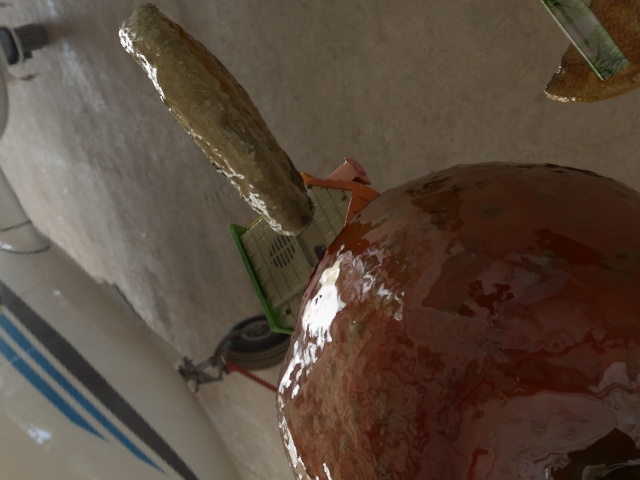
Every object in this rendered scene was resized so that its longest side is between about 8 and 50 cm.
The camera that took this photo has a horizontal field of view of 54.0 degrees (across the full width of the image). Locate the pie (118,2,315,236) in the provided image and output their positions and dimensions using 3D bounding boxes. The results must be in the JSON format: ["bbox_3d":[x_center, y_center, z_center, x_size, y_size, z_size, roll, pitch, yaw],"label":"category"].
[{"bbox_3d":[-0.115,-0.139,0.750,0.339,0.077,0.339,54,-173,-9],"label":"pie"}]

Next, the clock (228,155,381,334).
[{"bbox_3d":[0.000,0.000,1.055,0.255,0.106,0.219,-38,61,21],"label":"clock"}]

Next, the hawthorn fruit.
[{"bbox_3d":[0.160,0.128,0.498,0.403,0.403,0.402,32,136,37],"label":"hawthorn fruit"}]

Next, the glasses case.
[{"bbox_3d":[0.492,-0.441,1.227,0.062,0.095,0.272,-38,104,25],"label":"glasses case"}]

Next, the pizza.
[{"bbox_3d":[0.742,-0.492,1.566,0.409,0.114,0.277,-35,64,20],"label":"pizza"}]
